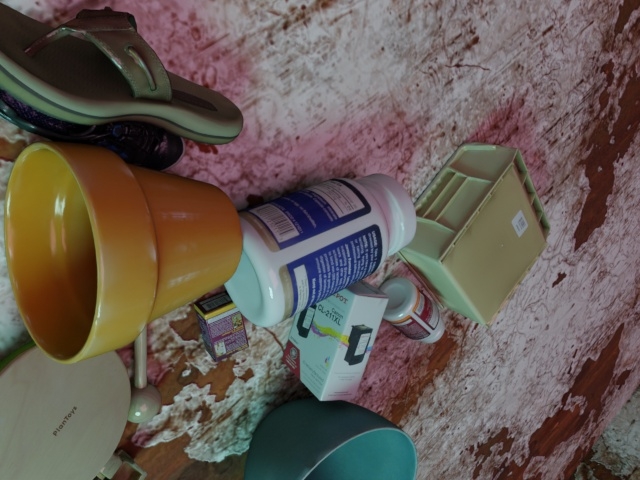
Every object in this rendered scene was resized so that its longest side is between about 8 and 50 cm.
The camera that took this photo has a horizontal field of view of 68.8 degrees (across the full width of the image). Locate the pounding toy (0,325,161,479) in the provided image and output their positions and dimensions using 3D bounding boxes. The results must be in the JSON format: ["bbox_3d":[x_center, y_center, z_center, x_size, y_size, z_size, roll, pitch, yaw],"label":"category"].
[{"bbox_3d":[-0.314,0.186,0.551,0.237,0.110,0.183,-29,116,-60],"label":"pounding toy"}]

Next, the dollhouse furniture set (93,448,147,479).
[{"bbox_3d":[-0.345,0.302,0.587,0.161,0.101,0.182,-54,134,-39],"label":"dollhouse furniture set"}]

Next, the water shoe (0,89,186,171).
[{"bbox_3d":[-0.231,-0.113,0.486,0.203,0.080,0.073,14,100,-39],"label":"water shoe"}]

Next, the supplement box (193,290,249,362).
[{"bbox_3d":[-0.142,0.123,0.672,0.055,0.043,0.083,-21,119,-30],"label":"supplement box"}]

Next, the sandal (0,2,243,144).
[{"bbox_3d":[-0.181,-0.169,0.442,0.086,0.120,0.302,-46,160,25],"label":"sandal"}]

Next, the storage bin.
[{"bbox_3d":[0.301,-0.009,0.899,0.260,0.123,0.262,-52,129,-9],"label":"storage bin"}]

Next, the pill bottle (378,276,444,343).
[{"bbox_3d":[0.175,0.139,0.888,0.086,0.086,0.152,-54,130,-6],"label":"pill bottle"}]

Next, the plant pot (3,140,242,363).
[{"bbox_3d":[-0.195,0.004,0.500,0.188,0.205,0.205,-9,114,-51],"label":"plant pot"}]

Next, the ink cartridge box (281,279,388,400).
[{"bbox_3d":[0.019,0.143,0.746,0.072,0.127,0.175,11,101,-36],"label":"ink cartridge box"}]

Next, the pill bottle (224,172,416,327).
[{"bbox_3d":[0.000,0.000,0.653,0.264,0.153,0.153,-23,121,-31],"label":"pill bottle"}]

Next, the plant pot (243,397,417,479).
[{"bbox_3d":[-0.013,0.379,0.773,0.290,0.195,0.290,-15,116,-32],"label":"plant pot"}]
